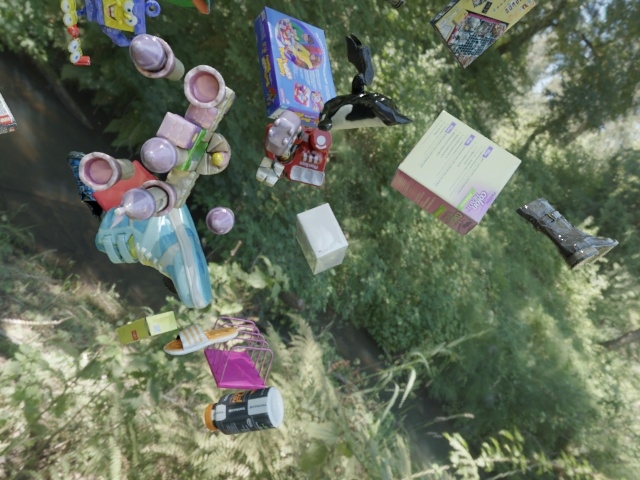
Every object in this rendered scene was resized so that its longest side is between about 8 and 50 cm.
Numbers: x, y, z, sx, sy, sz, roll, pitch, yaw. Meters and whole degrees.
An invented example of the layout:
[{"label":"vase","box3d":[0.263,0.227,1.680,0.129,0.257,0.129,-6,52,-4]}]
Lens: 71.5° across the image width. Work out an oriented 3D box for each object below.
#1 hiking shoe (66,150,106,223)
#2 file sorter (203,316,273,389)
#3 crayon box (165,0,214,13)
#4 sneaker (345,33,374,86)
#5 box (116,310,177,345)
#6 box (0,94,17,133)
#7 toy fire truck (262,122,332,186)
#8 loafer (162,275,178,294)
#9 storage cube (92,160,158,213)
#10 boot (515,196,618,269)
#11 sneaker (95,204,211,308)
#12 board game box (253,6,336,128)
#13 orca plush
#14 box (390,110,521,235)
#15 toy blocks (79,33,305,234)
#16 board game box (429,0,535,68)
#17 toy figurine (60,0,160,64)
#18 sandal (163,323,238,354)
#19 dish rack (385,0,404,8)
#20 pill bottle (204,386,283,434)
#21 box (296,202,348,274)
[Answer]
[{"label":"hiking shoe","box3d":[-0.957,-0.226,1.854,0.132,0.113,0.304,-85,162,-48]},{"label":"file sorter","box3d":[-0.341,0.463,1.856,0.202,0.182,0.290,14,9,-28]},{"label":"crayon box","box3d":[-0.346,-0.545,0.783,0.318,0.081,0.202,14,-15,-8]},{"label":"sneaker","box3d":[0.136,-0.634,1.569,0.089,0.051,0.170,29,-34,39]},{"label":"box","box3d":[-0.530,0.267,1.348,0.087,0.232,0.058,-9,81,-48]},{"label":"box","box3d":[-0.864,-0.294,1.061,0.207,0.036,0.114,-29,87,-36]},{"label":"toy fire truck","box3d":[-0.102,-0.375,1.913,0.302,0.254,0.169,9,10,-25]},{"label":"loafer","box3d":[-0.561,0.188,1.865,0.220,0.080,0.078,36,29,-33]},{"label":"storage cube","box3d":[-0.609,-0.115,1.512,0.193,0.215,0.184,39,-14,31]},{"label":"boot","box3d":[0.698,-0.039,1.262,0.263,0.091,0.229,-8,54,-38]},{"label":"sneaker","box3d":[-0.368,0.036,0.968,0.127,0.208,0.319,85,-18,-59]},{"label":"board game box","box3d":[-0.075,-0.543,1.425,0.233,0.078,0.347,3,71,-38]},{"label":"orca plush","box3d":[0.067,-0.274,0.873,0.287,0.151,0.102,-123,-157,-71]},{"label":"box","box3d":[0.349,-0.175,1.170,0.243,0.213,0.117,36,-14,9]},{"label":"toy blocks","box3d":[-0.222,-0.153,0.749,0.309,0.289,0.260,29,9,-7]},{"label":"board game box","box3d":[0.446,-0.626,1.226,0.165,0.243,0.042,41,18,-30]},{"label":"toy figurine","box3d":[-0.500,-0.604,1.063,0.217,0.363,0.191,-5,52,-24]},{"label":"sandal","box3d":[-0.414,0.321,1.540,0.265,0.076,0.102,-11,16,-37]},{"label":"dish rack","box3d":[0.250,-0.852,1.287,0.074,0.271,0.208,-9,75,-39]},{"label":"pill bottle","box3d":[-0.256,0.568,1.469,0.130,0.245,0.130,-14,90,-77]},{"label":"box","box3d":[0.000,0.000,1.198,0.170,0.091,0.130,103,-36,-71]}]
